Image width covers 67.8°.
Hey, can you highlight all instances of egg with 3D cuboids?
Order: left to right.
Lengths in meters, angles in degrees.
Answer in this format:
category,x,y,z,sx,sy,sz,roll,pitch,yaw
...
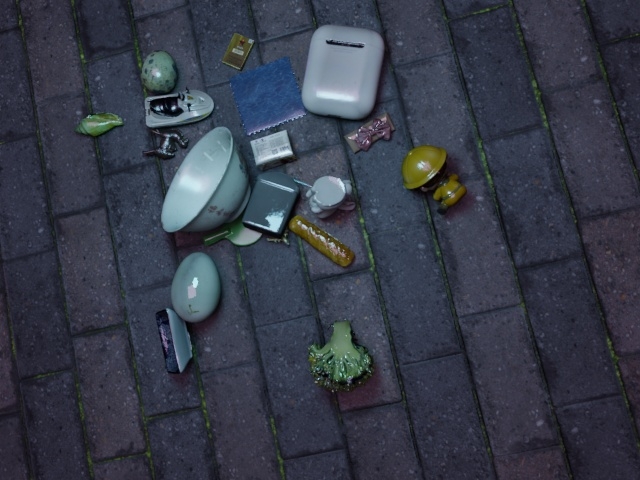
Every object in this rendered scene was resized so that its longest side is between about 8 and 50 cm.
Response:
category,x,y,z,sx,sy,sz,roll,pitch,yaw
egg,-0.644,-0.676,1.907,0.141,0.141,0.182,5,78,7
egg,-0.464,0.174,1.785,0.182,0.183,0.264,2,80,7

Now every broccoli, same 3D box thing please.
category,x,y,z,sx,sy,sz,roll,pitch,yaw
broccoli,0.073,0.445,1.735,0.242,0.273,0.180,1,130,-2

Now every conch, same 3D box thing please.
category,x,y,z,sx,sy,sz,roll,pitch,yaw
conch,-0.918,-0.479,1.957,0.200,0.079,0.095,-21,69,-13

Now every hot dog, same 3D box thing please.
category,x,y,z,sx,sy,sz,roll,pitch,yaw
hot dog,0.000,0.001,1.810,0.285,0.061,0.088,30,100,10

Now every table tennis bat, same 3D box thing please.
category,x,y,z,sx,sy,sz,roll,pitch,yaw
table tennis bat,-0.341,-0.043,1.867,0.257,0.039,0.160,-22,83,-1

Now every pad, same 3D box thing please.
category,x,y,z,sx,sy,sz,roll,pitch,yaw
pad,-0.213,-0.579,1.912,0.269,0.012,0.269,-20,82,5

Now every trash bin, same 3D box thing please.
category,x,y,z,sx,sy,sz,roll,pitch,yaw
trash bin,-0.181,-0.142,1.802,0.176,0.101,0.236,19,76,2

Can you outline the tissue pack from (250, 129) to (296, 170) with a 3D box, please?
category,x,y,z,sx,sy,sz,roll,pitch,yaw
tissue pack,-0.180,-0.347,1.841,0.148,0.099,0.106,-16,81,5

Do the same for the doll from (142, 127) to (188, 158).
category,x,y,z,sx,sy,sz,roll,pitch,yaw
doll,-0.619,-0.391,1.923,0.165,0.057,0.139,14,84,3

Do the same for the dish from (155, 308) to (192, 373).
category,x,y,z,sx,sy,sz,roll,pitch,yaw
dish,-0.548,0.377,1.812,0.080,0.182,0.243,-11,83,-33

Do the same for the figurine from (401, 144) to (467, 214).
category,x,y,z,sx,sy,sz,roll,pitch,yaw
figurine,0.414,-0.234,1.729,0.257,0.167,0.192,40,77,6

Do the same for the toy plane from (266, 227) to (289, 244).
category,x,y,z,sx,sy,sz,roll,pitch,yaw
toy plane,-0.155,-0.023,1.837,0.102,0.040,0.111,-43,80,3

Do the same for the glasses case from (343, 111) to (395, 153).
category,x,y,z,sx,sy,sz,roll,pitch,yaw
glasses case,0.193,-0.405,1.817,0.193,0.070,0.102,-29,83,4

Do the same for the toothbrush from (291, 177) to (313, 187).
category,x,y,z,sx,sy,sz,roll,pitch,yaw
toothbrush,-0.066,-0.223,1.859,0.167,0.014,0.011,21,70,9

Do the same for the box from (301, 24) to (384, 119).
category,x,y,z,sx,sy,sz,roll,pitch,yaw
box,0.085,-0.642,1.816,0.288,0.141,0.349,10,86,9

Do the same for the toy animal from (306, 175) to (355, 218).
category,x,y,z,sx,sy,sz,roll,pitch,yaw
toy animal,0.040,-0.164,1.752,0.178,0.193,0.127,-19,80,2

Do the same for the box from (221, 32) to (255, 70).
category,x,y,z,sx,sy,sz,roll,pitch,yaw
box,-0.335,-0.767,1.938,0.090,0.023,0.133,23,88,7

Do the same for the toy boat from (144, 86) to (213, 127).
category,x,y,z,sx,sy,sz,roll,pitch,yaw
toy boat,-0.570,-0.535,1.892,0.269,0.141,0.141,-11,83,11

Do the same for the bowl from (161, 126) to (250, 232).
category,x,y,z,sx,sy,sz,roll,pitch,yaw
bowl,-0.388,-0.186,1.770,0.196,0.435,0.435,30,88,-35
